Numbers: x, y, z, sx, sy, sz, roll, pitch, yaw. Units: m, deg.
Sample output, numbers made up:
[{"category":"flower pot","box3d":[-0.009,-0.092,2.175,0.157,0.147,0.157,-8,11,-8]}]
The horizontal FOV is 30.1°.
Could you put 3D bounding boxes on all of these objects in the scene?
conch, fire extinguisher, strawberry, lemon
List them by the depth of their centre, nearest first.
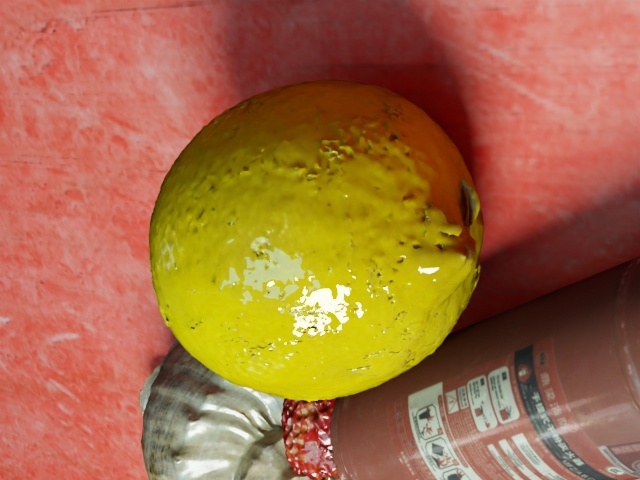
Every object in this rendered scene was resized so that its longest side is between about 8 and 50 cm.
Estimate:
[{"category":"fire extinguisher","box3d":[0.137,0.086,0.587,0.106,0.147,0.337,37,142,-20]},{"category":"lemon","box3d":[0.000,0.000,0.636,0.206,0.173,0.174,-2,113,42]},{"category":"strawberry","box3d":[0.016,0.106,0.761,0.083,0.083,0.097,3,88,41]},{"category":"conch","box3d":[-0.065,0.134,0.852,0.207,0.130,0.155,32,101,53]}]
